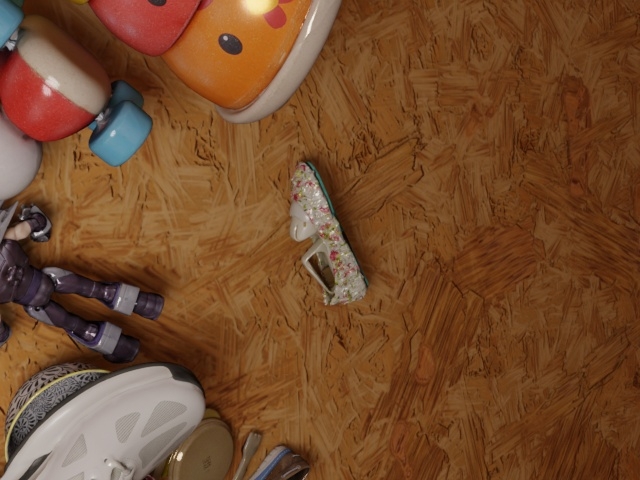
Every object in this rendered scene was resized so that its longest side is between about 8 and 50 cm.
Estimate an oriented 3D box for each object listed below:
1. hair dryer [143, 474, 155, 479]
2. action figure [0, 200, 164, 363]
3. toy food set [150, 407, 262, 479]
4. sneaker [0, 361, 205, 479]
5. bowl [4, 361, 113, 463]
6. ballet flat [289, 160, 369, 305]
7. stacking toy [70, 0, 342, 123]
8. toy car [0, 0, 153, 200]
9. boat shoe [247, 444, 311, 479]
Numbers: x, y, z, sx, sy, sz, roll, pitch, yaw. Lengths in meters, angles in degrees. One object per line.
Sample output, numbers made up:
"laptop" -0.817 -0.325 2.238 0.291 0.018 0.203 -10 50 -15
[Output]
"hair dryer" -0.266 0.422 1.286 0.080 0.223 0.293 28 61 -15
"action figure" -0.333 0.062 1.269 0.285 0.099 0.185 30 81 -37
"toy food set" -0.170 0.300 1.490 0.192 0.038 0.132 35 76 -51
"sneaker" -0.268 0.342 1.175 0.447 0.257 0.169 -36 138 -17
"bowl" -0.316 0.206 1.291 0.170 0.080 0.170 -23 132 -28
"ballet flat" 0.000 0.000 1.585 0.077 0.091 0.241 -31 113 -13
"stacking toy" -0.228 -0.357 1.232 0.480 0.350 0.351 15 84 -25
"toy car" -0.352 -0.129 1.201 0.219 0.210 0.238 40 96 -24
"boat shoe" -0.082 0.381 1.546 0.183 0.066 0.066 -54 144 -25
